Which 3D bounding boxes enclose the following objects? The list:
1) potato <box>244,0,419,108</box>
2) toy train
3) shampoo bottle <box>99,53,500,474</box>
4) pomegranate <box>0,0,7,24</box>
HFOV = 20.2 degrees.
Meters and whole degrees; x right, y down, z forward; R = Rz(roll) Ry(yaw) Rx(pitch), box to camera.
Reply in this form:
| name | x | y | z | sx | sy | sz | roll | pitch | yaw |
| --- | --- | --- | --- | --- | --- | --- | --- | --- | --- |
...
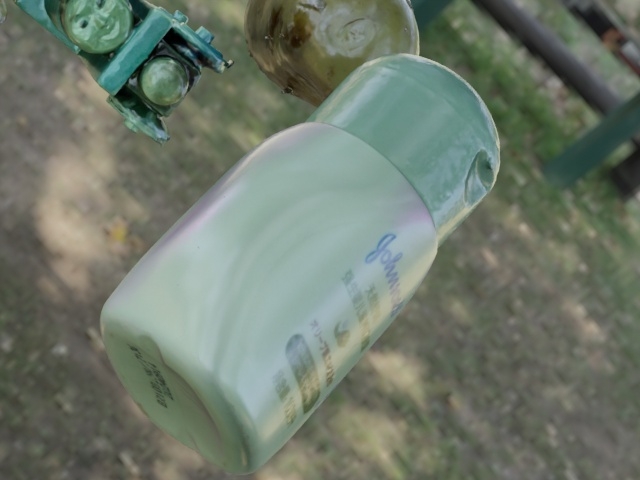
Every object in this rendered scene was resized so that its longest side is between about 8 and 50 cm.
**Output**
| name | x | y | z | sx | sy | sz | roll | pitch | yaw |
| --- | --- | --- | --- | --- | --- | --- | --- | --- | --- |
| potato | 0.007 | -0.212 | 1.767 | 0.165 | 0.165 | 0.262 | 33 | 10 | -31 |
| toy train | -0.202 | -0.203 | 1.747 | 0.194 | 0.120 | 0.298 | 40 | 1 | -18 |
| shampoo bottle | 0.000 | 0.000 | 1.360 | 0.151 | 0.349 | 0.222 | 27 | -29 | 31 |
| pomegranate | -0.338 | -0.321 | 1.555 | 0.276 | 0.204 | 0.222 | 45 | 20 | 21 |
